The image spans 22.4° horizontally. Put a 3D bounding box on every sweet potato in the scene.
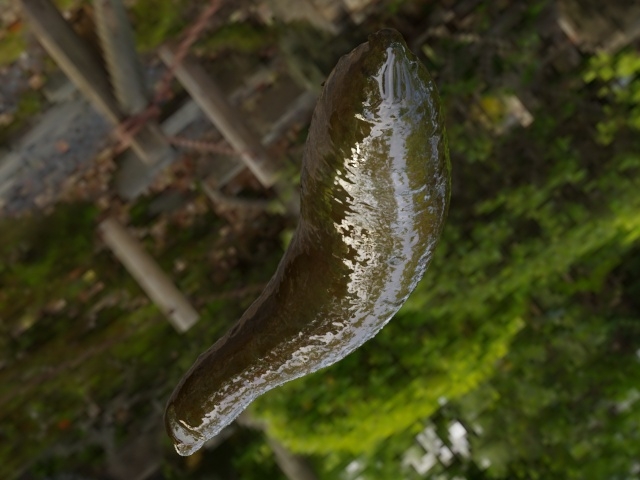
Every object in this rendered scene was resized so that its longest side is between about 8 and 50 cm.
[{"bbox_3d":[0.005,0.001,0.820,0.108,0.079,0.346,-10,147,-30],"label":"sweet potato"}]
